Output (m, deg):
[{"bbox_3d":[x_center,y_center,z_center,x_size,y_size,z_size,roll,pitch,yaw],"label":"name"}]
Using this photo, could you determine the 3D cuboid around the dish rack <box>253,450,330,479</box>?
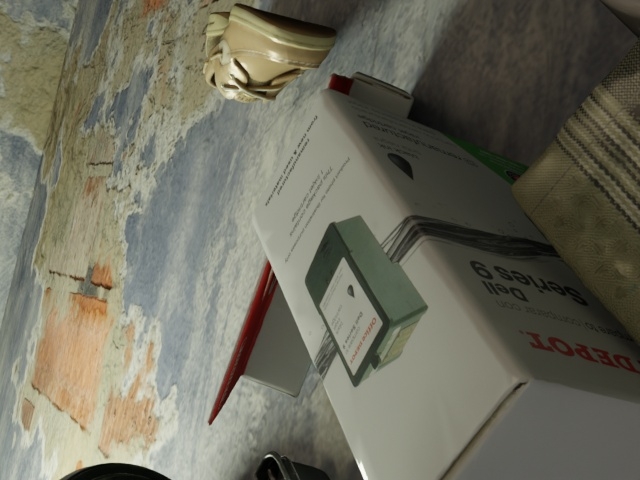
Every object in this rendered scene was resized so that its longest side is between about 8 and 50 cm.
[{"bbox_3d":[-0.038,0.359,0.800,0.271,0.074,0.208,-64,30,20],"label":"dish rack"}]

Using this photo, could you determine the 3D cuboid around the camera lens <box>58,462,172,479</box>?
[{"bbox_3d":[-0.258,0.410,1.008,0.274,0.219,0.219,-57,34,29],"label":"camera lens"}]

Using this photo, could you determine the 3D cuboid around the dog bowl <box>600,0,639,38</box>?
[{"bbox_3d":[0.279,-0.256,0.494,0.349,0.102,0.348,-34,48,50],"label":"dog bowl"}]

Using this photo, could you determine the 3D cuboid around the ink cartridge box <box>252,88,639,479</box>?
[{"bbox_3d":[0.103,0.047,0.555,0.121,0.211,0.289,-59,34,24],"label":"ink cartridge box"}]

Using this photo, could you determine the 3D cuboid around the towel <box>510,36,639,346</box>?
[{"bbox_3d":[0.271,-0.021,0.359,0.324,0.056,0.312,53,130,24],"label":"towel"}]

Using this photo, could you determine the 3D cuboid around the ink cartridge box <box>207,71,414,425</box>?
[{"bbox_3d":[0.000,0.000,0.781,0.261,0.066,0.296,-66,-4,-78],"label":"ink cartridge box"}]

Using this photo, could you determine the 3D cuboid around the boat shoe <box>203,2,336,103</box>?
[{"bbox_3d":[-0.071,-0.221,1.083,0.341,0.122,0.110,-144,66,-70],"label":"boat shoe"}]
